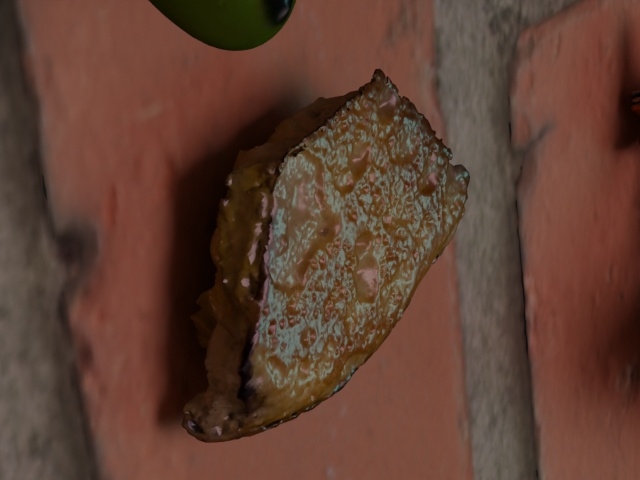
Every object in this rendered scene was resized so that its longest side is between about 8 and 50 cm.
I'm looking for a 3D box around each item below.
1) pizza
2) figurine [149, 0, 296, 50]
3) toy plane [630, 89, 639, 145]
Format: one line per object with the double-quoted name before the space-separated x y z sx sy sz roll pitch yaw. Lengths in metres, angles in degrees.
"pizza" -0.001 0.000 0.635 0.160 0.035 0.099 -46 134 -46
"figurine" -0.041 -0.181 0.448 0.162 0.143 0.263 -42 113 -46
"toy plane" 0.202 -0.056 0.938 0.188 0.062 0.135 9 70 -61
